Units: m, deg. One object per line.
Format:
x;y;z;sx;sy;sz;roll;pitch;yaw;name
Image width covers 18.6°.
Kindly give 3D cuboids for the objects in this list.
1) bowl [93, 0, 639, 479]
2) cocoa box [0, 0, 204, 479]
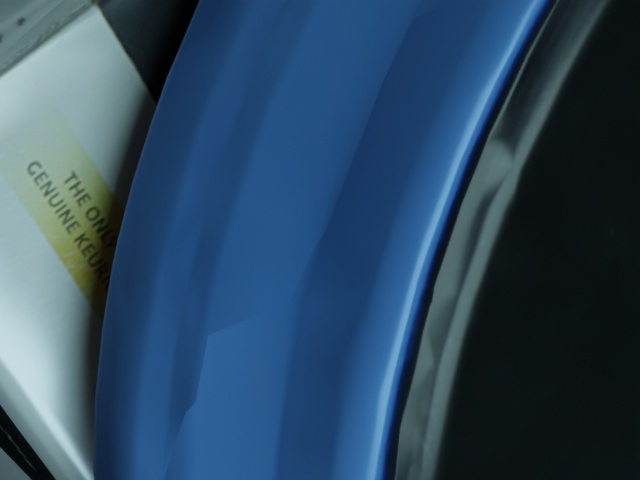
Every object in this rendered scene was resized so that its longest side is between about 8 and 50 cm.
0.131;0.020;0.483;0.391;0.077;0.391;-15;115;-34;bowl
0.000;0.000;0.581;0.228;0.231;0.347;-40;127;-15;cocoa box
